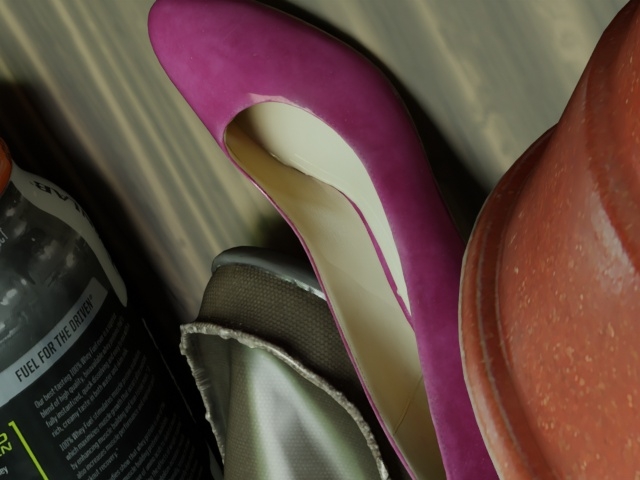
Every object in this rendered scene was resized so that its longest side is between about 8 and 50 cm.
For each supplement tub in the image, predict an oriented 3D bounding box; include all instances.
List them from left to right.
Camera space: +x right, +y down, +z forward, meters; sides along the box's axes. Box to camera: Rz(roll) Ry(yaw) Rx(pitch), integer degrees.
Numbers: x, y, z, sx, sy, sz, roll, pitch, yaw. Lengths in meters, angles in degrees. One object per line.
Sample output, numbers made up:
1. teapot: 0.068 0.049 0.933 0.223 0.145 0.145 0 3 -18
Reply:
1. supplement tub: -0.176 0.109 0.865 0.207 0.207 0.338 4 128 42

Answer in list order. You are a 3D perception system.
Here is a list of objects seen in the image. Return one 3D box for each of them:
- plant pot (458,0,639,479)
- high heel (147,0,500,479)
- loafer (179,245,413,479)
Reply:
1. plant pot: 0.191 -0.051 0.325 0.272 0.272 0.265 31 135 18
2. high heel: 0.000 0.000 0.661 0.244 0.117 0.082 44 144 1
3. loafer: 0.013 0.173 0.797 0.133 0.130 0.366 9 128 44
